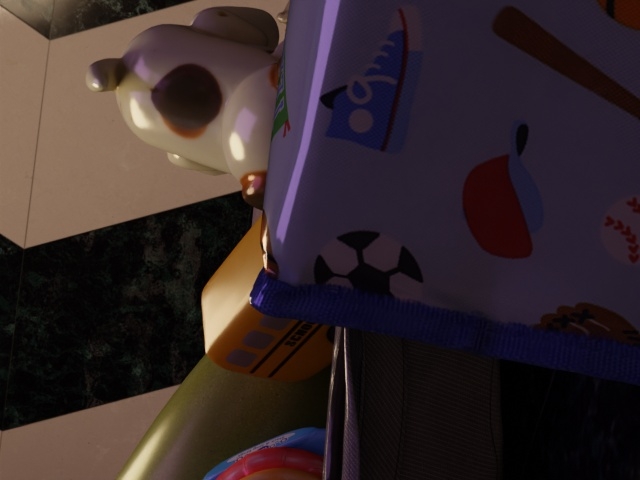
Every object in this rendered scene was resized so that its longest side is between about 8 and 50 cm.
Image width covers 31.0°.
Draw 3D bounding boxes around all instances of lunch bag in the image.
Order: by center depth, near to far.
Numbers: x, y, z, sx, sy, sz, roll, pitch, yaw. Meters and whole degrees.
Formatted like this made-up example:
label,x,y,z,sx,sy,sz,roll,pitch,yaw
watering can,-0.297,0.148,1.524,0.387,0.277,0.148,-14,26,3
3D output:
label,x,y,z,sx,sy,sz,roll,pitch,yaw
lunch bag,0.103,-0.134,0.632,0.385,0.238,0.328,-46,-32,-75

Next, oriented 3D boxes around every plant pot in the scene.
label,x,y,z,sx,sy,sz,roll,pitch,yaw
plant pot,-0.040,0.196,1.247,0.294,0.274,0.275,-64,8,-1

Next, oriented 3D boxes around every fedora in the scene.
label,x,y,z,sx,sy,sz,roll,pitch,yaw
fedora,0.069,0.137,0.872,0.244,0.124,0.276,-92,6,-68

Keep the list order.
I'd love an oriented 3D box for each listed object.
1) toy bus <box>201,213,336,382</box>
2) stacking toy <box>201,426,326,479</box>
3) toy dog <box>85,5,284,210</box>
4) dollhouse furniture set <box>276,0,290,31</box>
label,x,y,z,sx,sy,sz,roll,pitch,yaw
toy bus,0.024,-0.003,1.039,0.333,0.130,0.108,-49,36,39
stacking toy,-0.043,0.282,0.960,0.166,0.175,0.302,65,-170,-3
toy dog,-0.100,-0.202,1.689,0.408,0.395,0.285,29,98,47
dollhouse furniture set,0.016,-0.364,2.062,0.197,0.151,0.302,12,75,62
